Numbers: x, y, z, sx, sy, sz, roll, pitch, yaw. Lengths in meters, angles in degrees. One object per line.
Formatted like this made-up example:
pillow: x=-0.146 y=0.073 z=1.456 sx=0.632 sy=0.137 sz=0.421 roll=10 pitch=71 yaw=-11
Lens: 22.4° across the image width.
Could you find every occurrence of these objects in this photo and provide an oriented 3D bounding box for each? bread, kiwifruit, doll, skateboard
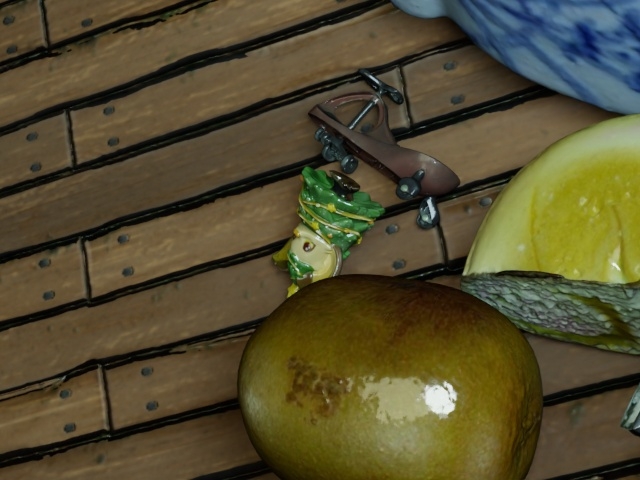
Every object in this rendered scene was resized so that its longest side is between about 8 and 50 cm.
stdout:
bread: x=0.242 y=-0.009 z=1.194 sx=0.261 sy=0.158 sz=0.156 roll=2 pitch=67 yaw=41
kiwifruit: x=0.048 y=0.119 z=1.217 sx=0.234 sy=0.196 sz=0.196 roll=15 pitch=84 yaw=22
doll: x=0.010 y=-0.002 z=1.352 sx=0.078 sy=0.077 sz=0.113 roll=43 pitch=128 yaw=50
skateboard: x=0.055 y=-0.083 z=1.345 sx=0.151 sy=0.067 sz=0.080 roll=36 pitch=84 yaw=30

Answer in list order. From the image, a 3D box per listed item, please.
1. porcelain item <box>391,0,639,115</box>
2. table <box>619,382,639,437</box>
porcelain item: x=0.238 y=-0.209 z=1.196 sx=0.405 sy=0.242 sz=0.178 roll=17 pitch=67 yaw=28
table: x=0.386 y=0.105 z=0.998 sx=0.272 sy=0.335 sz=0.222 roll=27 pitch=89 yaw=26
